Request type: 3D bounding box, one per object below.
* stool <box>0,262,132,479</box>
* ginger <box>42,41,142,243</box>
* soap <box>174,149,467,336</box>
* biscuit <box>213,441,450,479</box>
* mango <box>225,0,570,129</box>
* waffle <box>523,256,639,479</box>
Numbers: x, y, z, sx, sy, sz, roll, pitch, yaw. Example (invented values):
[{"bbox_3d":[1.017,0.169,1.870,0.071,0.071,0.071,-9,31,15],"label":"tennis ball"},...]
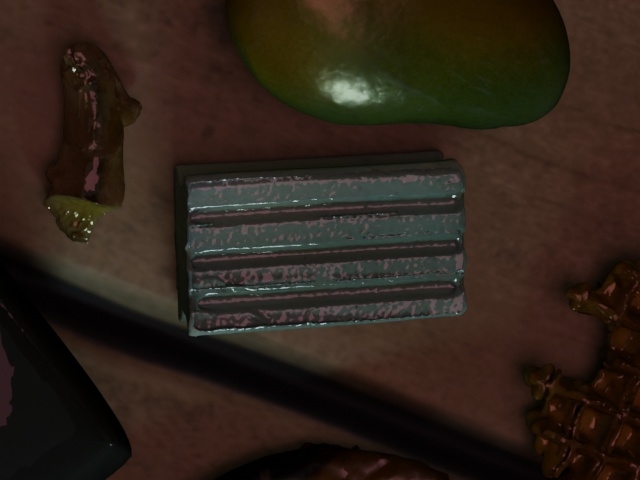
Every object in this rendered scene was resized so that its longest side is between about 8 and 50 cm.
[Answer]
[{"bbox_3d":[-0.232,0.090,1.240,0.141,0.232,0.232,-38,107,-7],"label":"stool"},{"bbox_3d":[-0.153,-0.063,1.322,0.057,0.044,0.137,6,97,3],"label":"ginger"},{"bbox_3d":[0.000,0.000,1.361,0.198,0.063,0.114,-3,103,-14],"label":"soap"},{"bbox_3d":[0.010,0.297,1.365,0.318,0.040,0.317,2,72,-5],"label":"biscuit"},{"bbox_3d":[0.058,-0.149,1.322,0.251,0.114,0.156,10,90,-15],"label":"mango"},{"bbox_3d":[0.261,0.114,1.458,0.232,0.051,0.228,-20,104,-11],"label":"waffle"}]
